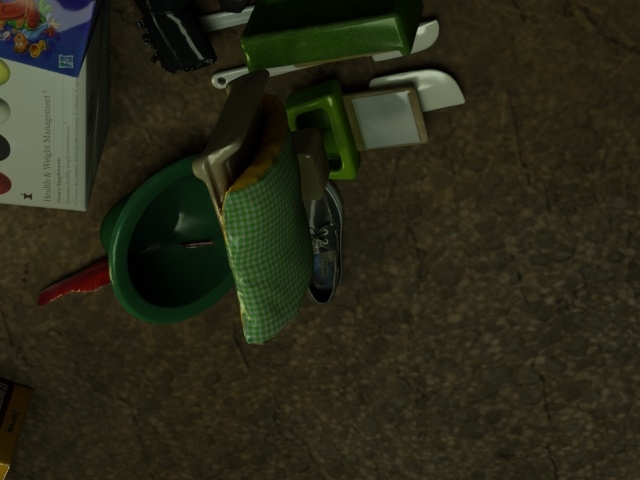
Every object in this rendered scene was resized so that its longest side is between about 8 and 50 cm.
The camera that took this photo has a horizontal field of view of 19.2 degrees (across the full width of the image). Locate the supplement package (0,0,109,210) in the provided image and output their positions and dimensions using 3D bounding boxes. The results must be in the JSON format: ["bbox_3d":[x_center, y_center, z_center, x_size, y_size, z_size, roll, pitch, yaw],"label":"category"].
[{"bbox_3d":[-0.304,-0.152,1.741,0.203,0.149,0.194,5,124,0],"label":"supplement package"}]

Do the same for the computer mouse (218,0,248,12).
[{"bbox_3d":[-0.028,-0.297,1.670,0.041,0.071,0.242,36,119,-4],"label":"computer mouse"}]

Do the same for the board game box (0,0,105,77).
[{"bbox_3d":[-0.348,-0.270,1.614,0.347,0.233,0.078,15,124,-5],"label":"board game box"}]

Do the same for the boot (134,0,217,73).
[{"bbox_3d":[-0.123,-0.204,1.729,0.121,0.045,0.099,-1,122,46],"label":"boot"}]

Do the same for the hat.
[{"bbox_3d":[-0.190,-0.022,1.896,0.208,0.183,0.173,-39,130,-20],"label":"hat"}]

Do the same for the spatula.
[{"bbox_3d":[0.000,-0.178,1.780,0.242,0.019,0.168,-10,124,15],"label":"spatula"}]

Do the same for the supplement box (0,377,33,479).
[{"bbox_3d":[-0.438,0.232,2.025,0.194,0.129,0.191,21,123,-9],"label":"supplement box"}]

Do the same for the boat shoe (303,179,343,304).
[{"bbox_3d":[0.000,0.000,1.883,0.049,0.040,0.142,-3,124,7],"label":"boat shoe"}]

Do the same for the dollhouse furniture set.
[{"bbox_3d":[0.012,-0.075,1.652,0.151,0.301,0.197,-7,122,16],"label":"dollhouse furniture set"}]
